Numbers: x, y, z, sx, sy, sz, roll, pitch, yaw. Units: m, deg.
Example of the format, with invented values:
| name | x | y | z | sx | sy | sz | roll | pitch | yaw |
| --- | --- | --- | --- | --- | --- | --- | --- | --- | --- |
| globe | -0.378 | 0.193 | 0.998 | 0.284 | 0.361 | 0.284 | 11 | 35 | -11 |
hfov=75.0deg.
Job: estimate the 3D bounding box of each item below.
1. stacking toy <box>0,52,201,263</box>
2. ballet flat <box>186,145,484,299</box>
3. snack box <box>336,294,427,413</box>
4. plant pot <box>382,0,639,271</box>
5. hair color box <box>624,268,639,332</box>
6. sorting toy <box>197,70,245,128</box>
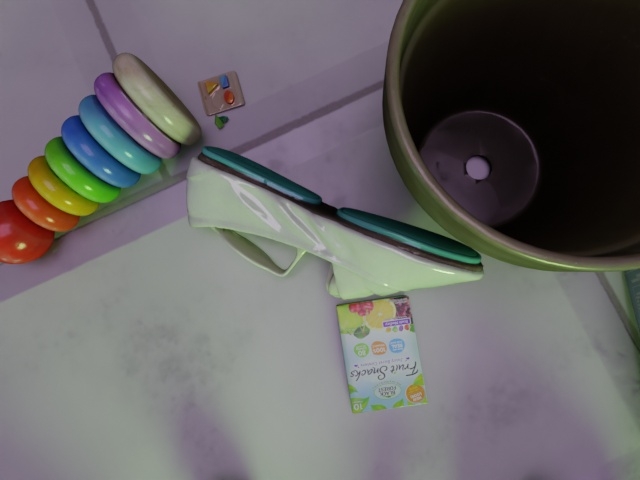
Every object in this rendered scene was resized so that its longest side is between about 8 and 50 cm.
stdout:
| name | x | y | z | sx | sy | sz | roll | pitch | yaw |
| --- | --- | --- | --- | --- | --- | --- | --- | --- | --- |
| stacking toy | -0.330 | -0.095 | 0.570 | 0.330 | 0.141 | 0.141 | -39 | 83 | 3 |
| ballet flat | 0.000 | 0.000 | 0.552 | 0.401 | 0.139 | 0.139 | 22 | 85 | 9 |
| snack box | 0.081 | 0.150 | 0.563 | 0.101 | 0.037 | 0.141 | -8 | 83 | 2 |
| plant pot | 0.221 | -0.120 | 0.467 | 0.324 | 0.280 | 0.322 | 0 | 84 | 3 |
| hair color box | 0.504 | 0.165 | 0.469 | 0.186 | 0.113 | 0.373 | -4 | 73 | 7 |
| sorting toy | -0.146 | -0.210 | 0.627 | 0.062 | 0.012 | 0.083 | -16 | 83 | 0 |
